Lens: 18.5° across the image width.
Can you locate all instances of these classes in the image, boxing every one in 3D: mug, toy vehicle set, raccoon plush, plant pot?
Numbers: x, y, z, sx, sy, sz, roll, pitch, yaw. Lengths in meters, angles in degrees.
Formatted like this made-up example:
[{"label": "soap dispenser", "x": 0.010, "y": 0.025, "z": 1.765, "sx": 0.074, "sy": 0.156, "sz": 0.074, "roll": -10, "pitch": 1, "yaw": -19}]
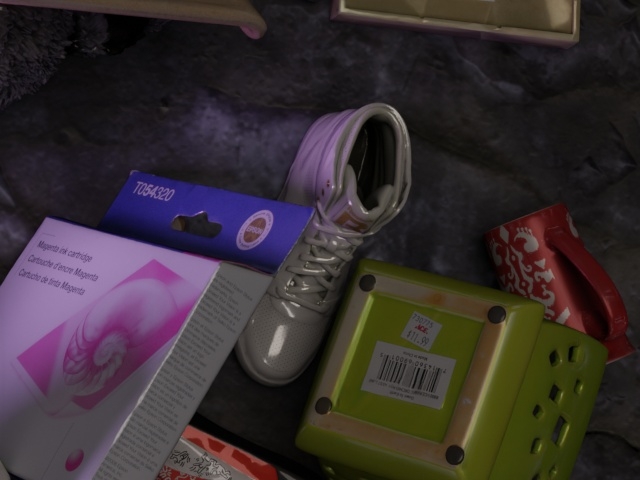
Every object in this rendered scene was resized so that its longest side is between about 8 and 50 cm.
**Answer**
[{"label": "mug", "x": 0.252, "y": 0.049, "z": 1.994, "sx": 0.113, "sy": 0.150, "sz": 0.169, "roll": -15, "pitch": 82, "yaw": -53}, {"label": "toy vehicle set", "x": 0.144, "y": -0.299, "z": 2.052, "sx": 0.267, "sy": 0.035, "sz": 0.166, "roll": 5, "pitch": 83, "yaw": -15}, {"label": "raccoon plush", "x": -0.296, "y": -0.242, "z": 1.789, "sx": 0.446, "sy": 0.299, "sz": 0.216, "roll": -33, "pitch": 93, "yaw": -17}, {"label": "plant pot", "x": 0.115, "y": 0.149, "z": 1.857, "sx": 0.228, "sy": 0.207, "sz": 0.227, "roll": 15, "pitch": 77, "yaw": 27}]

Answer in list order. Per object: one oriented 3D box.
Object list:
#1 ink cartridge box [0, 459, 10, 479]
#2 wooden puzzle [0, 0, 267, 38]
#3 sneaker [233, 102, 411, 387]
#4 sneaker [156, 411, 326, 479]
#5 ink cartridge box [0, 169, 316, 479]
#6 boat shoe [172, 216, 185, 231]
[{"label": "ink cartridge box", "x": -0.473, "y": 0.199, "z": 1.676, "sx": 0.354, "sy": 0.119, "sz": 0.207, "roll": -21, "pitch": 105, "yaw": 20}, {"label": "wooden puzzle", "x": -0.233, "y": -0.321, "z": 1.773, "sx": 0.348, "sy": 0.080, "sz": 0.322, "roll": 5, "pitch": 38, "yaw": -43}, {"label": "sneaker", "x": 0.000, "y": 0.000, "z": 1.912, "sx": 0.108, "sy": 0.169, "sz": 0.292, "roll": 20, "pitch": 80, "yaw": -14}, {"label": "sneaker", "x": -0.138, "y": 0.240, "z": 1.887, "sx": 0.270, "sy": 0.090, "sz": 0.145, "roll": 27, "pitch": 95, "yaw": 1}, {"label": "ink cartridge box", "x": -0.195, "y": 0.072, "z": 1.773, "sx": 0.071, "sy": 0.324, "sz": 0.330, "roll": 39, "pitch": 74, "yaw": -34}, {"label": "boat shoe", "x": -0.190, "y": 0.044, "z": 1.913, "sx": 0.059, "sy": 0.063, "sz": 0.170, "roll": 26, "pitch": 68, "yaw": -9}]
